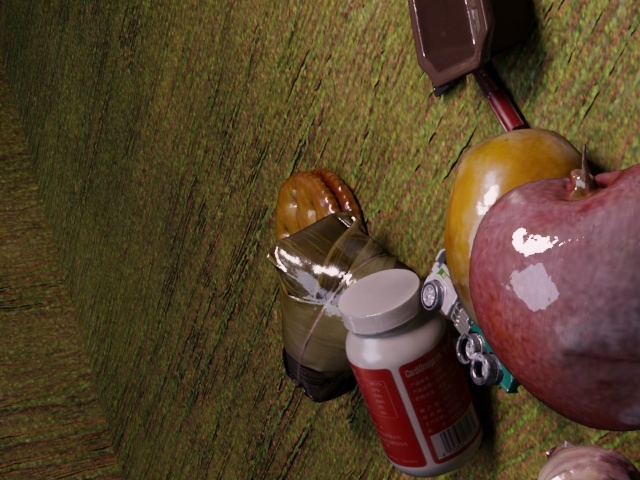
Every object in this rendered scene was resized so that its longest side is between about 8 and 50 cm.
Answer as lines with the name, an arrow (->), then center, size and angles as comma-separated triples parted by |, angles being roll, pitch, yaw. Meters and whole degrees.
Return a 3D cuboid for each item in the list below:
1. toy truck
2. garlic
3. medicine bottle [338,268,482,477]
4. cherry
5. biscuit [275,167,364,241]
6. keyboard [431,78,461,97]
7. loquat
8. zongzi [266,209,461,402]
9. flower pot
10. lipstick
toy truck -> 0.213, 0.079, 1.847 | 0.216, 0.110, 0.116 | 57, 134, 46
garlic -> 0.295, 0.335, 1.682 | 0.245, 0.161, 0.244 | 9, -90, -83
medicine bottle -> 0.112, 0.167, 1.990 | 0.131, 0.131, 0.250 | 34, 149, 60
cherry -> 0.274, 0.054, 1.510 | 0.221, 0.261, 0.307 | -60, -44, -56
biscuit -> 0.000, 0.000, 2.357 | 0.220, 0.066, 0.220 | 170, 90, -67
keyboard -> 0.135, -0.297, 1.990 | 0.072, 0.023, 0.231 | 138, 121, -71
loquat -> 0.215, -0.005, 1.697 | 0.179, 0.179, 0.227 | 163, 112, -67
zongzi -> 0.079, 0.147, 2.172 | 0.317, 0.154, 0.289 | 34, 145, 35
flower pot -> 0.169, -0.311, 1.825 | 0.179, 0.084, 0.250 | 162, 100, -67
lipstick -> 0.198, -0.185, 1.878 | 0.027, 0.027, 0.176 | 105, 149, -44
